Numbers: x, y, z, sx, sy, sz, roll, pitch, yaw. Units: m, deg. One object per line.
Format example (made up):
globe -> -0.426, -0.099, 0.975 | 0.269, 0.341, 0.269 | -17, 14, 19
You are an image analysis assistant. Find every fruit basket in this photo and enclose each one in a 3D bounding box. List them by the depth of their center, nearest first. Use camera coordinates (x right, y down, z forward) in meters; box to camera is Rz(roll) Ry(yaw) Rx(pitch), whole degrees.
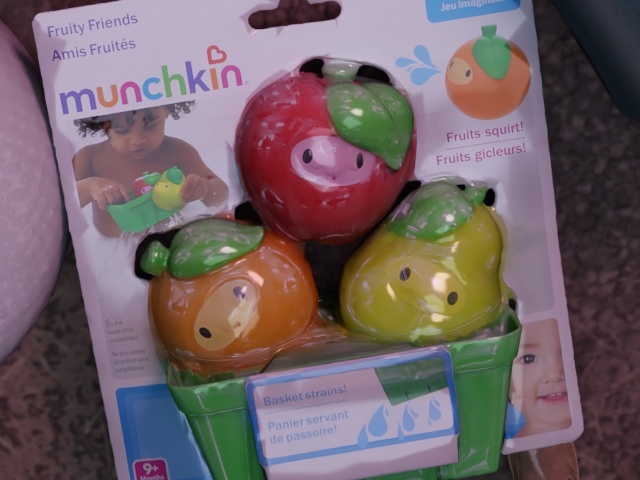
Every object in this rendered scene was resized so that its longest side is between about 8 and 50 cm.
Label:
fruit basket -> 0.000, 0.000, 1.286 | 0.327, 0.165, 0.353 | -9, 112, -3

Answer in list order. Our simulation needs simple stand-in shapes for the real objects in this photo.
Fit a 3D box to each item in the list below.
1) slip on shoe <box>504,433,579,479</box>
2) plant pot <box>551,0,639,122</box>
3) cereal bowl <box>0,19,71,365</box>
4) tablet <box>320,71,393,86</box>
slip on shoe -> 0.167, 0.183, 1.432 | 0.051, 0.041, 0.135 | -10, 109, -2
plant pot -> 0.261, -0.206, 1.201 | 0.248, 0.252, 0.247 | -34, 108, 6
cereal bowl -> -0.330, -0.020, 1.267 | 0.339, 0.141, 0.339 | -2, 108, -6
tablet -> 0.035, -0.085, 1.349 | 0.083, 0.006, 0.054 | 11, 107, -9
